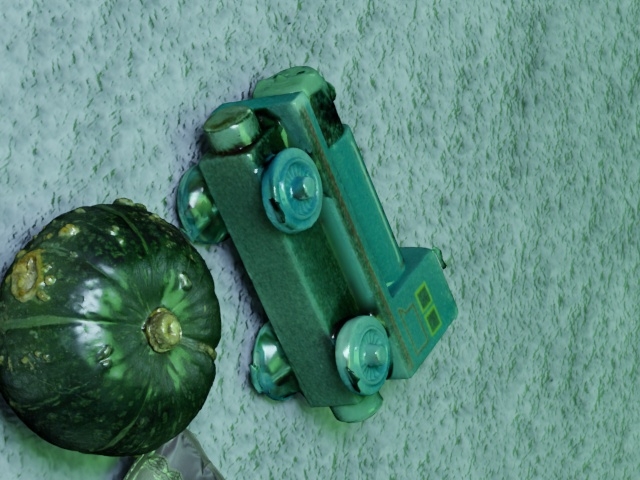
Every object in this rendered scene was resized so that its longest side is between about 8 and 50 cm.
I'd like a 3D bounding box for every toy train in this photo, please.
[{"bbox_3d":[0.000,0.000,1.642,0.194,0.120,0.298,-49,124,-45],"label":"toy train"}]

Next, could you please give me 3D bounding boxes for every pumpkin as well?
[{"bbox_3d":[-0.157,0.066,1.440,0.190,0.146,0.190,21,55,-33],"label":"pumpkin"}]

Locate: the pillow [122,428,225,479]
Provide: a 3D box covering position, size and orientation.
[{"bbox_3d":[-0.150,0.255,1.525,0.233,0.038,0.131,-49,128,-32],"label":"pillow"}]
